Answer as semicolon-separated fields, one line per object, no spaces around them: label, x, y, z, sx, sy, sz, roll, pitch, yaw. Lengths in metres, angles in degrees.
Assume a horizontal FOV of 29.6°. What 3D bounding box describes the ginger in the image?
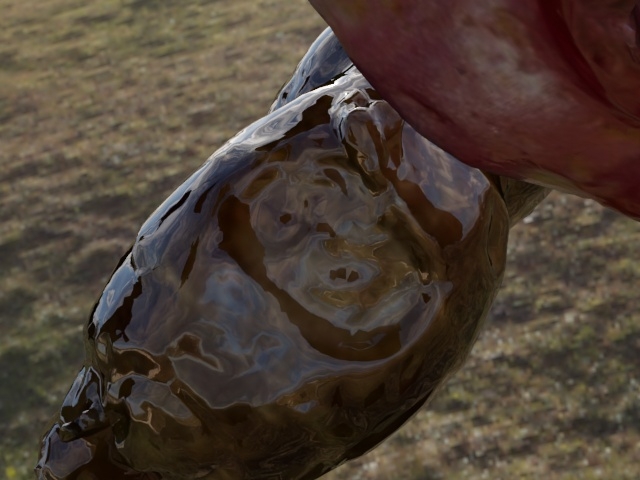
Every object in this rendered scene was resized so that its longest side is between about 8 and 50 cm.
ginger;-0.005;0.005;0.633;0.357;0.152;0.274;-52;11;-32

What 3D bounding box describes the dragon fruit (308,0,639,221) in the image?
dragon fruit;0.160;-0.190;0.350;0.370;0.387;0.249;-7;2;-20
